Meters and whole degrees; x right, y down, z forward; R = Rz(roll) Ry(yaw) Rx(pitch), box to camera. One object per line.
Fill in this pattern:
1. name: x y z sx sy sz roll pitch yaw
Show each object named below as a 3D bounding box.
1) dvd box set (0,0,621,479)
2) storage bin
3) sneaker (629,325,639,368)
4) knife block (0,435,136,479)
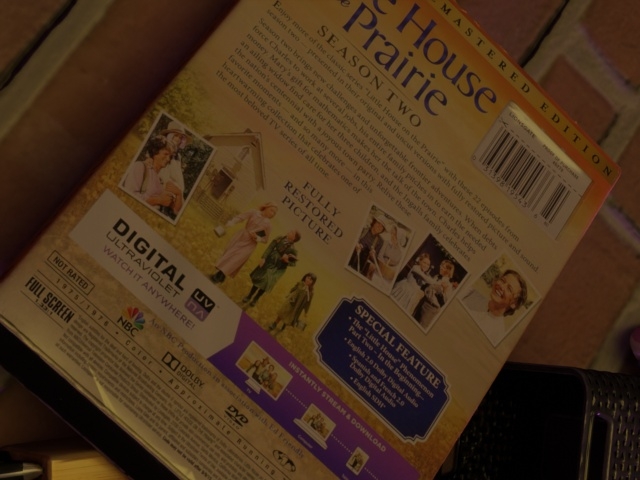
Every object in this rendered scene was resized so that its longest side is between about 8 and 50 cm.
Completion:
1. dvd box set: 0.000 0.000 1.184 0.307 0.062 0.420 42 59 -13
2. storage bin: 0.165 0.153 1.276 0.084 0.180 0.122 9 85 -30
3. sneaker: 0.356 0.125 1.448 0.236 0.095 0.105 1 95 -26
4. knife block: -0.153 0.162 1.140 0.242 0.088 0.276 46 68 -23
